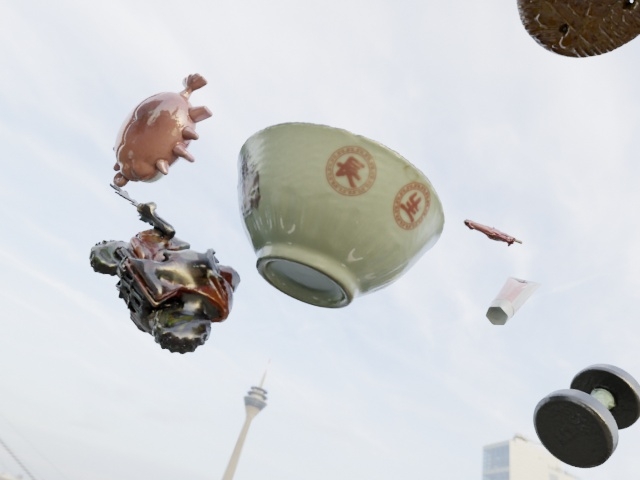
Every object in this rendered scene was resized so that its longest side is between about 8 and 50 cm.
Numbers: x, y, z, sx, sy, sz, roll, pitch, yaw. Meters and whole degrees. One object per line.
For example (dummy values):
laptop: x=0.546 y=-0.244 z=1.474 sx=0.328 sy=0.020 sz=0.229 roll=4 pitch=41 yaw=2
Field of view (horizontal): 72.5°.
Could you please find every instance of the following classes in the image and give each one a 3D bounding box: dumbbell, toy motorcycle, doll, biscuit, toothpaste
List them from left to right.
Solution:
doll: x=-0.303 y=-0.208 z=0.822 sx=0.211 sy=0.261 sz=0.093 roll=23 pitch=-12 yaw=31
toy motorcycle: x=-0.283 y=0.036 z=0.773 sx=0.401 sy=0.207 sz=0.134 roll=34 pitch=-59 yaw=28
toothpaste: x=0.372 y=0.109 z=0.850 sx=0.067 sy=0.195 sz=0.042 roll=12 pitch=-67 yaw=37
biscuit: x=0.354 y=-0.334 z=0.575 sx=0.188 sy=0.027 sz=0.187 roll=29 pitch=-37 yaw=25
dumbbell: x=0.398 y=0.250 z=0.643 sx=0.191 sy=0.100 sz=0.100 roll=-2 pitch=-19 yaw=-43

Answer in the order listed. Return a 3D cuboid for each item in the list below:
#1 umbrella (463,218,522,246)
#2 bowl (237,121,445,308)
umbrella: x=0.344 y=-0.014 z=0.869 sx=0.165 sy=0.027 sz=0.025 roll=17 pitch=-21 yaw=-26
bowl: x=0.000 y=0.000 z=0.653 sx=0.338 sy=0.157 sz=0.337 roll=17 pitch=-28 yaw=10
